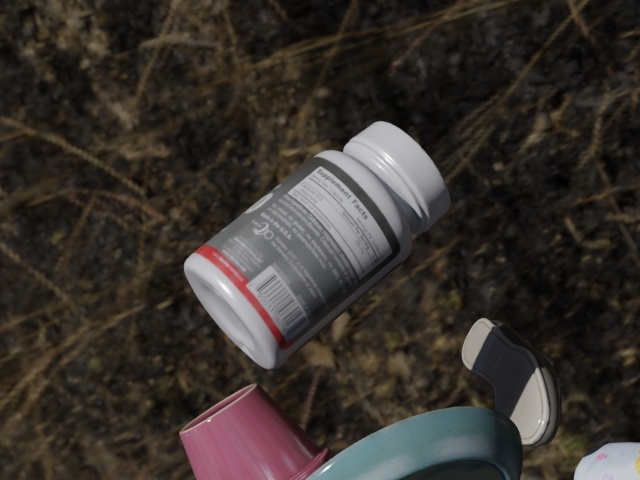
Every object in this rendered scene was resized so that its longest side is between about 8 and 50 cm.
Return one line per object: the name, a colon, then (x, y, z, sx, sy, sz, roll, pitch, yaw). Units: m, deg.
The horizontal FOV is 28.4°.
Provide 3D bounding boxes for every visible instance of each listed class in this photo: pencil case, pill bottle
pencil case: (0.467, 0.328, 1.663, 0.273, 0.113, 0.124, -14, 109, 50)
pill bottle: (0.000, 0.000, 1.444, 0.161, 0.283, 0.161, 45, 164, 17)

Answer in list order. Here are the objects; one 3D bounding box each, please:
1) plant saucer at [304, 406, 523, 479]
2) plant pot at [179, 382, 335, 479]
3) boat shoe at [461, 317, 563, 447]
plant saucer: (0.087, 0.300, 1.351, 0.043, 0.318, 0.317, 58, 149, 39)
plant pot: (-0.093, 0.305, 1.740, 0.180, 0.201, 0.201, 58, 146, 0)
boat shoe: (0.294, 0.200, 1.797, 0.335, 0.095, 0.112, -117, 49, -70)
